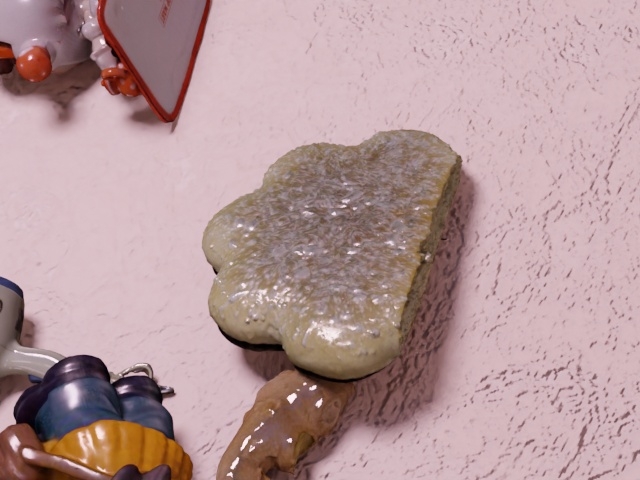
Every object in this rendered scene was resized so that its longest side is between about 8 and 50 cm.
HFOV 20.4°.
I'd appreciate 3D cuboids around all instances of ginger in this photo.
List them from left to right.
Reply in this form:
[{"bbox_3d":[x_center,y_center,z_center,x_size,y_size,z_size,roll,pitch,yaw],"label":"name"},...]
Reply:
[{"bbox_3d":[-0.038,0.165,1.371,0.069,0.051,0.173,22,68,15],"label":"ginger"}]

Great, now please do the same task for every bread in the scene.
[{"bbox_3d":[0.000,0.000,1.454,0.207,0.056,0.286,0,41,16],"label":"bread"}]

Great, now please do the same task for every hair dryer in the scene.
[{"bbox_3d":[-0.243,0.137,1.454,0.199,0.067,0.167,30,74,15],"label":"hair dryer"}]

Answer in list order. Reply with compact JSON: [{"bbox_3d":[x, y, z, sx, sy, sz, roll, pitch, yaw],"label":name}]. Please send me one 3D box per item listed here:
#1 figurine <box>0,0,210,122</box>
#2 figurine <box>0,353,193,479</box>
[{"bbox_3d":[-0.248,-0.209,1.658,0.226,0.160,0.183,-4,51,23],"label":"figurine"},{"bbox_3d":[-0.125,0.223,1.263,0.204,0.185,0.332,-34,48,34],"label":"figurine"}]
